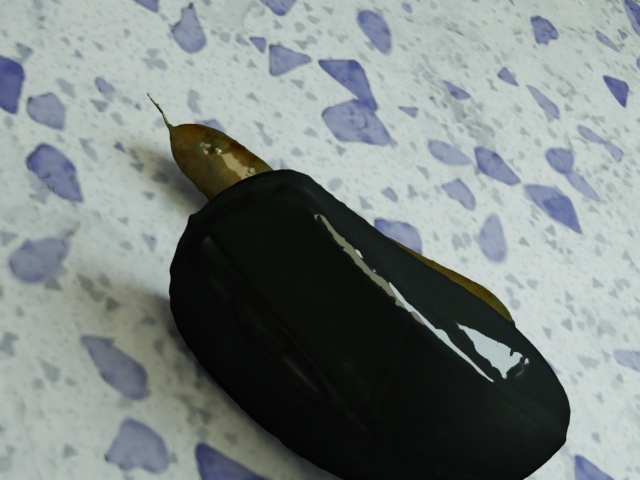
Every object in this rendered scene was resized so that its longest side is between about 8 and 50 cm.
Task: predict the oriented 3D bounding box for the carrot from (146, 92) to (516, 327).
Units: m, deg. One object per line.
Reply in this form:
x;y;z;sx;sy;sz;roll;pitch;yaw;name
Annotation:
0.000;0.000;0.715;0.298;0.078;0.078;36;43;-5;carrot

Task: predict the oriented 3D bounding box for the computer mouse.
0.028;0.076;0.621;0.269;0.137;0.086;35;34;-12;computer mouse
